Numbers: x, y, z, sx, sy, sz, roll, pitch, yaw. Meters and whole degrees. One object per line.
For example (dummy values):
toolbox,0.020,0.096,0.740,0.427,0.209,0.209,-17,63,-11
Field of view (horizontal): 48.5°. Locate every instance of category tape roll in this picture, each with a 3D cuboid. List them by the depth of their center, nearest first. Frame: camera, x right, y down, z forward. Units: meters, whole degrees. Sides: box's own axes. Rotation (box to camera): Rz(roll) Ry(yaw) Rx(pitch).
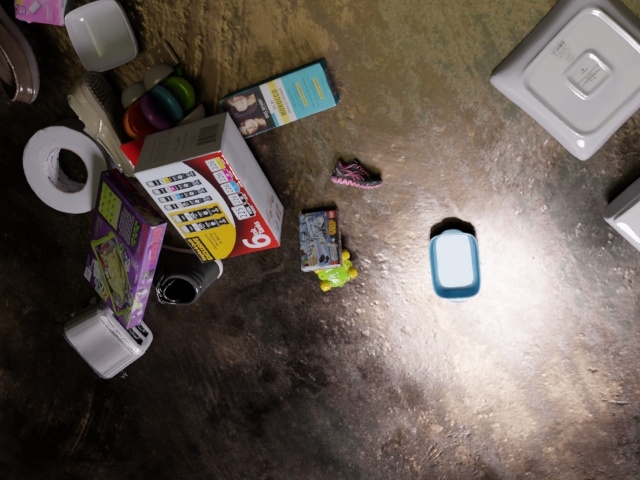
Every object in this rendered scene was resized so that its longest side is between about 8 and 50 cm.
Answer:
tape roll,-0.592,-0.177,1.698,0.219,0.072,0.219,4,115,9

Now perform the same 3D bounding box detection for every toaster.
toaster,-0.545,0.254,1.852,0.146,0.129,0.227,-33,103,20

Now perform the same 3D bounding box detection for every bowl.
bowl,-0.474,-0.452,1.561,0.142,0.053,0.142,-14,110,16

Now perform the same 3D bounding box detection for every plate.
plate,0.533,-0.336,1.422,0.278,0.045,0.277,39,116,-7

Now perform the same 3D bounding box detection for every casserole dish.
casserole dish,0.312,0.055,1.646,0.114,0.037,0.188,-4,112,13

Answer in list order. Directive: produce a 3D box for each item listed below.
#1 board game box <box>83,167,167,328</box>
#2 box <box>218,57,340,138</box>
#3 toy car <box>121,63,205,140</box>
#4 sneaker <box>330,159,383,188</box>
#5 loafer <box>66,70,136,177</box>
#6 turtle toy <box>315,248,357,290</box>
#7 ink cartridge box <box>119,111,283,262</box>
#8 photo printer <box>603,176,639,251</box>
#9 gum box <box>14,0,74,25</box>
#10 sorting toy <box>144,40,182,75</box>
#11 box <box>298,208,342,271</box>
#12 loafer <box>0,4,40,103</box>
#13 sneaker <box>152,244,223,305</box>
board game box,-0.471,0.025,1.684,0.208,0.056,0.346,47,133,26
box,-0.090,-0.306,1.547,0.244,0.060,0.100,-17,109,18
toy car,-0.359,-0.284,1.560,0.182,0.136,0.159,-29,108,28
sneaker,0.083,-0.151,1.597,0.119,0.047,0.057,11,104,5
loafer,-0.481,-0.257,1.624,0.092,0.102,0.268,-11,120,28
turtle toy,0.024,0.052,1.683,0.095,0.066,0.130,-25,106,-4
ink cartridge box,-0.266,-0.099,1.575,0.272,0.130,0.309,-13,136,17
photo printer,0.791,-0.035,1.472,0.307,0.107,0.256,41,115,-8
gum box,-0.596,-0.560,1.530,0.107,0.062,0.188,12,116,6
sorting toy,-0.345,-0.395,1.584,0.062,0.012,0.083,-27,106,23
box,0.000,0.000,1.642,0.094,0.027,0.137,-8,72,15
loafer,-0.750,-0.458,1.551,0.134,0.130,0.365,-15,107,51
sneaker,-0.402,0.083,1.737,0.296,0.147,0.104,4,116,11
